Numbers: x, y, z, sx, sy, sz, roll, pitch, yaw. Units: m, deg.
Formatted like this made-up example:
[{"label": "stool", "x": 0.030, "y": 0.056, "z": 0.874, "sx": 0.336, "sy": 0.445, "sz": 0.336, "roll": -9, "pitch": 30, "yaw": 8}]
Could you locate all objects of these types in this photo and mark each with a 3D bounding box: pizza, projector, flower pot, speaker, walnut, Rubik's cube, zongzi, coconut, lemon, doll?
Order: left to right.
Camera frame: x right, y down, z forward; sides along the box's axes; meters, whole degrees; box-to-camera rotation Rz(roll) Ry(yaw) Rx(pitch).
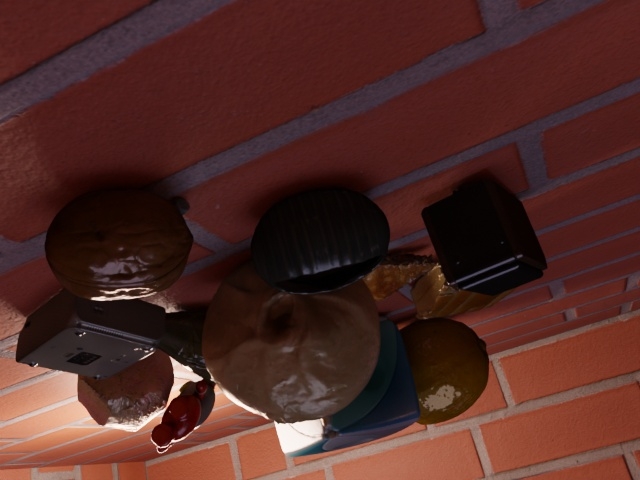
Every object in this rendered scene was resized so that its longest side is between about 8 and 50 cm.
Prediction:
[{"label": "projector", "x": -0.466, "y": 0.194, "z": 1.274, "sx": 0.250, "sy": 0.108, "sz": 0.198, "roll": -31, "pitch": 141, "yaw": 33}, {"label": "walnut", "x": -0.291, "y": 0.006, "z": 0.917, "sx": 0.207, "sy": 0.167, "sz": 0.167, "roll": -5, "pitch": 156, "yaw": -19}, {"label": "coconut", "x": -0.478, "y": 0.356, "z": 1.544, "sx": 0.233, "sy": 0.233, "sz": 0.245, "roll": -6, "pitch": 153, "yaw": -20}, {"label": "doll", "x": -0.338, "y": 0.426, "z": 1.589, "sx": 0.199, "sy": 0.105, "sz": 0.336, "roll": -58, "pitch": 176, "yaw": -2}, {"label": "zongzi", "x": -0.294, "y": 0.266, "z": 1.575, "sx": 0.393, "sy": 0.174, "sz": 0.356, "roll": 15, "pitch": 162, "yaw": -14}, {"label": "flower pot", "x": 0.000, "y": 0.000, "z": 1.083, "sx": 0.243, "sy": 0.157, "sz": 0.189, "roll": -10, "pitch": 156, "yaw": -8}, {"label": "Rubik's cube", "x": 0.056, "y": 0.447, "z": 1.916, "sx": 0.352, "sy": 0.347, "sz": 0.352, "roll": 0, "pitch": 154, "yaw": -32}, {"label": "pizza", "x": 0.174, "y": 0.070, "z": 1.483, "sx": 0.193, "sy": 0.053, "sz": 0.201, "roll": -13, "pitch": 146, "yaw": 0}, {"label": "lemon", "x": 0.399, "y": 0.417, "z": 2.081, "sx": 0.364, "sy": 0.364, "sz": 0.364, "roll": -12, "pitch": 158, "yaw": -5}, {"label": "speaker", "x": 0.332, "y": -0.001, "z": 1.249, "sx": 0.153, "sy": 0.192, "sz": 0.231, "roll": -27, "pitch": 159, "yaw": 25}]

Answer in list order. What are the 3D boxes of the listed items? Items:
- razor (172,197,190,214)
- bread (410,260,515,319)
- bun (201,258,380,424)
[{"label": "razor", "x": -0.293, "y": 0.000, "z": 1.051, "sx": 0.232, "sy": 0.068, "sz": 0.106, "roll": -37, "pitch": 150, "yaw": 31}, {"label": "bread", "x": 0.381, "y": 0.114, "z": 1.641, "sx": 0.239, "sy": 0.111, "sz": 0.246, "roll": -8, "pitch": 156, "yaw": -17}, {"label": "bun", "x": -0.064, "y": 0.170, "z": 1.229, "sx": 0.364, "sy": 0.364, "sz": 0.202, "roll": -16, "pitch": 154, "yaw": 3}]
